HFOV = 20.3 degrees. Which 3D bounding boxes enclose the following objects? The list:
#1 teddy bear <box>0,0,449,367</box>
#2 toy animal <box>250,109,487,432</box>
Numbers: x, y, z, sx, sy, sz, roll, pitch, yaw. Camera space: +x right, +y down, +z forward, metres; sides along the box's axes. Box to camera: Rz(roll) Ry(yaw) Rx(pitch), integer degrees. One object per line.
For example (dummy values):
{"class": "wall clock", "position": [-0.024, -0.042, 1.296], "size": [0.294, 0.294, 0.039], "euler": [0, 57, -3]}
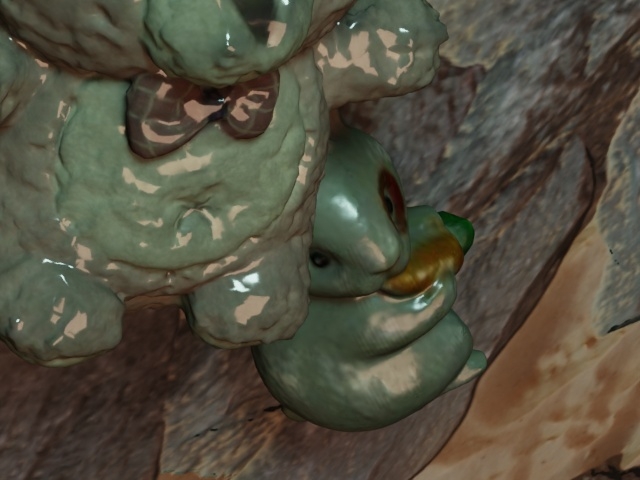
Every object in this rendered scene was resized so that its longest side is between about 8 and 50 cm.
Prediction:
{"class": "teddy bear", "position": [-0.060, -0.076, 0.703], "size": [0.236, 0.151, 0.267], "euler": [-5, 138, -29]}
{"class": "toy animal", "position": [0.006, 0.008, 0.892], "size": [0.138, 0.108, 0.236], "euler": [-37, 145, -2]}
